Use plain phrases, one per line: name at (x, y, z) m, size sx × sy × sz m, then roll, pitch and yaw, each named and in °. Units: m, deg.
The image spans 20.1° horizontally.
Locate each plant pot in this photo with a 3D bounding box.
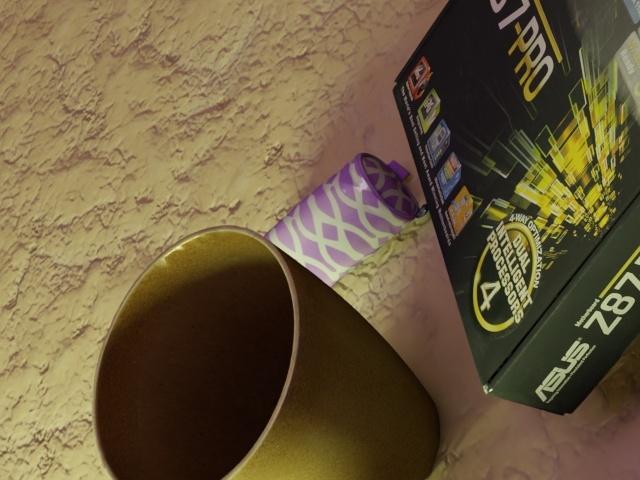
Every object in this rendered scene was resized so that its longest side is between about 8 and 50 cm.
plant pot at (-0.022, 0.138, 1.533) m, size 0.237 × 0.254 × 0.237 m, roll -21°, pitch 58°, yaw 37°

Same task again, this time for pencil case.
pencil case at (0.000, 0.000, 1.709) m, size 0.206 × 0.086 × 0.088 m, roll -39°, pitch 13°, yaw 22°

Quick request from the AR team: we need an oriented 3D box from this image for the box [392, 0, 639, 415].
box at (0.204, -0.107, 1.455) m, size 0.318 × 0.097 × 0.395 m, roll -53°, pitch 32°, yaw 33°
